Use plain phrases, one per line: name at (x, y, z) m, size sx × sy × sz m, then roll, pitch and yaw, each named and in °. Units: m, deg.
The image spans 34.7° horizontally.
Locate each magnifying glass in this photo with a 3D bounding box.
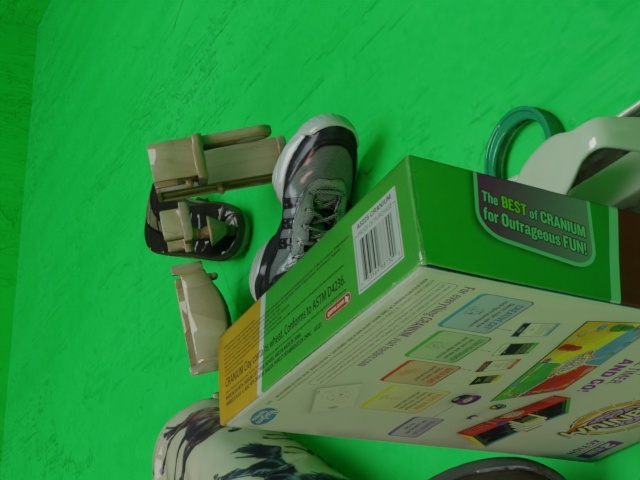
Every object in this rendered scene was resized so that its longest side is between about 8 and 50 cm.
magnifying glass at (0.198, -0.030, 0.871) m, size 0.092 × 0.026 × 0.231 m, roll -60°, pitch 31°, yaw 33°

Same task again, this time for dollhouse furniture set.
dollhouse furniture set at (-0.099, 0.057, 1.302) m, size 0.303 × 0.173 × 0.356 m, roll 139°, pitch 120°, yaw -81°

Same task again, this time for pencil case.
pencil case at (-0.048, 0.302, 1.075) m, size 0.410 × 0.159 × 0.184 m, roll 15°, pitch 117°, yaw 63°

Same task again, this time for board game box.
board game box at (0.126, 0.066, 0.649) m, size 0.242 × 0.316 × 0.064 m, roll -43°, pitch 43°, yaw 48°

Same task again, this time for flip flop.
flip flop at (-0.185, -0.025, 1.561) m, size 0.277 × 0.080 × 0.112 m, roll 11°, pitch 94°, yaw 47°

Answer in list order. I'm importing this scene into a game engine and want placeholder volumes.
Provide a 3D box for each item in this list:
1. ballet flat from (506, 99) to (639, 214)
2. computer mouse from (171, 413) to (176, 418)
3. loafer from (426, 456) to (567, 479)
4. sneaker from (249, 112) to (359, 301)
ballet flat at (0.242, -0.064, 0.652) m, size 0.400 × 0.139 × 0.139 m, roll -39°, pitch 47°, yaw 46°
computer mouse at (-0.167, 0.316, 1.431) m, size 0.193 × 0.042 × 0.106 m, roll 56°, pitch 134°, yaw 47°
loafer at (0.053, 0.304, 0.788) m, size 0.366 × 0.134 × 0.130 m, roll -40°, pitch 1°, yaw 19°
sneaker at (0.000, 0.000, 1.163) m, size 0.153 × 0.101 × 0.269 m, roll -120°, pitch 42°, yaw -51°
